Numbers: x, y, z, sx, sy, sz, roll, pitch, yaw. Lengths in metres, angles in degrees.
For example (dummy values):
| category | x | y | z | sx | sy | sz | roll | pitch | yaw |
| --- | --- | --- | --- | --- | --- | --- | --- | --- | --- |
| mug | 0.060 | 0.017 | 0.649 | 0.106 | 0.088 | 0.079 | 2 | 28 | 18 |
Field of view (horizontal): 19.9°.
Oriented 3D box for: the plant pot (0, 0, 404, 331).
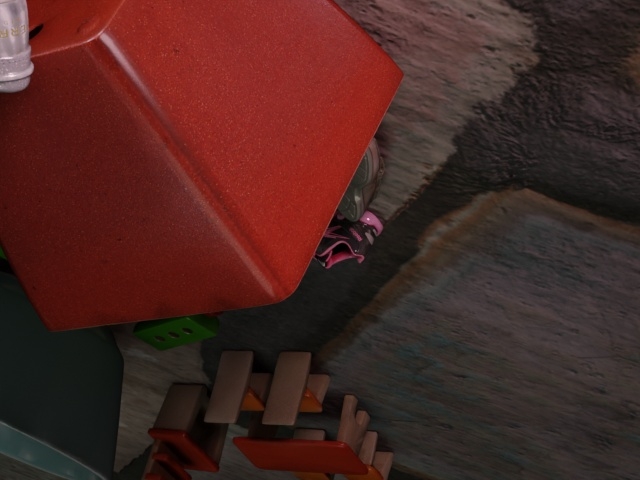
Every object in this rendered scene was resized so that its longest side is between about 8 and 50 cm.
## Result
| category | x | y | z | sx | sy | sz | roll | pitch | yaw |
| --- | --- | --- | --- | --- | --- | --- | --- | --- | --- |
| plant pot | -0.138 | -0.112 | 1.444 | 0.267 | 0.267 | 0.236 | -9 | 131 | 38 |

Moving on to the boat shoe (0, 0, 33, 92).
| category | x | y | z | sx | sy | sz | roll | pitch | yaw |
| --- | --- | --- | --- | --- | --- | --- | --- | --- | --- |
| boat shoe | -0.347 | -0.164 | 1.358 | 0.320 | 0.118 | 0.103 | 3 | 110 | 30 |

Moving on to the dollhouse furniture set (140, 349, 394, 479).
| category | x | y | z | sx | sy | sz | roll | pitch | yaw |
| --- | --- | --- | --- | --- | --- | --- | --- | --- | --- |
| dollhouse furniture set | -0.071 | 0.252 | 2.167 | 0.259 | 0.135 | 0.262 | -1 | 148 | 27 |

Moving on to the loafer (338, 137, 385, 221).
| category | x | y | z | sx | sy | sz | roll | pitch | yaw |
| --- | --- | --- | --- | --- | --- | --- | --- | --- | --- |
| loafer | 0.038 | -0.065 | 1.658 | 0.045 | 0.039 | 0.125 | 44 | 154 | 19 |

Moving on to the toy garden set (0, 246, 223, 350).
| category | x | y | z | sx | sy | sz | roll | pitch | yaw |
| --- | --- | --- | --- | --- | --- | --- | --- | --- | --- |
| toy garden set | -0.198 | 0.024 | 1.921 | 0.244 | 0.049 | 0.204 | 34 | 149 | -29 |

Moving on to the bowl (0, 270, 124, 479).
| category | x | y | z | sx | sy | sz | roll | pitch | yaw |
| --- | --- | --- | --- | --- | --- | --- | --- | --- | --- |
| bowl | -0.343 | 0.141 | 2.037 | 0.311 | 0.163 | 0.311 | 23 | 164 | 7 |

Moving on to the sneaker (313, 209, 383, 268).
| category | x | y | z | sx | sy | sz | roll | pitch | yaw |
| --- | --- | --- | --- | --- | --- | --- | --- | --- | --- |
| sneaker | 0.000 | 0.000 | 1.765 | 0.119 | 0.057 | 0.047 | 0 | 150 | 29 |
